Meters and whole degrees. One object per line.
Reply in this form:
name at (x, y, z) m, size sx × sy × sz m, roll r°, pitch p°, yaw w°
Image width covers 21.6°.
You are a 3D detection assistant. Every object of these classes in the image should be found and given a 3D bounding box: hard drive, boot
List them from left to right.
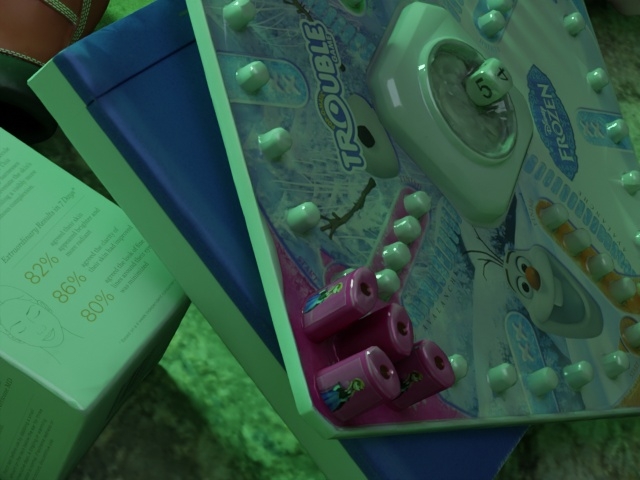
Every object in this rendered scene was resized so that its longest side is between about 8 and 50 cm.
boot at (-0.259, -0.146, 1.013) m, size 0.244 × 0.088 × 0.176 m, roll 17°, pitch 59°, yaw 0°
hard drive at (0.000, 0.000, 0.939) m, size 0.318 × 0.040 × 0.210 m, roll 53°, pitch 35°, yaw -3°

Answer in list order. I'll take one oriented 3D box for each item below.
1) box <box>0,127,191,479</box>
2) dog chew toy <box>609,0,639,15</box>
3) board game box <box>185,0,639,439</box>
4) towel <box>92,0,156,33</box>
box at (-0.171, 0.030, 0.885) m, size 0.170 × 0.091 × 0.130 m, roll 34°, pitch 44°, yaw 4°
dog chew toy at (0.233, -0.341, 1.300) m, size 0.207 × 0.331 × 0.206 m, roll -10°, pitch 15°, yaw 3°
board game box at (0.089, -0.084, 0.998) m, size 0.390 × 0.050 × 0.390 m, roll 3°, pitch 66°, yaw -47°
towel at (-0.152, -0.168, 1.122) m, size 0.148 × 0.027 × 0.110 m, roll 39°, pitch 45°, yaw 9°
